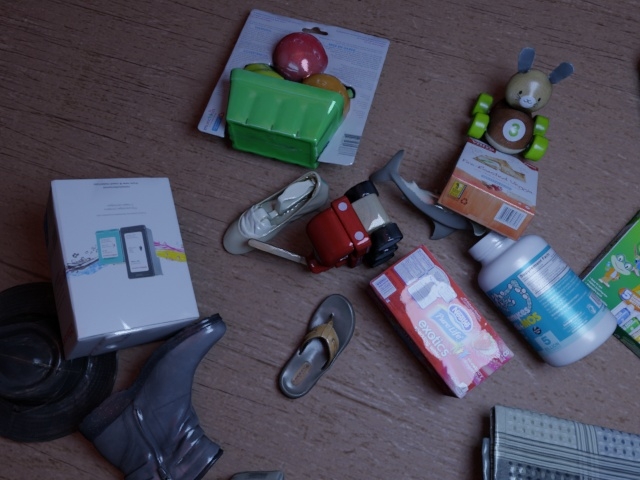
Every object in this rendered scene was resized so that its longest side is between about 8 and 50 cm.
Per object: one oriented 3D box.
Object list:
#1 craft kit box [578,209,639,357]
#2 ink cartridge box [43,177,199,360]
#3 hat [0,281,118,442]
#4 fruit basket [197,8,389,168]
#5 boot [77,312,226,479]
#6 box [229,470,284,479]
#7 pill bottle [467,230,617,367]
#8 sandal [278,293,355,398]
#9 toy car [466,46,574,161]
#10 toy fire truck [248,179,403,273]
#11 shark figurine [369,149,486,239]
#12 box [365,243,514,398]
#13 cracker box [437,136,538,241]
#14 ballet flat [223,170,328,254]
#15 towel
[{"bbox_3d":[0.659,0.097,0.982,0.247,0.061,0.250,-44,79,-12],"label":"craft kit box"},{"bbox_3d":[-0.366,0.051,0.912,0.197,0.198,0.269,-7,73,-34],"label":"ink cartridge box"},{"bbox_3d":[-0.558,0.220,0.942,0.332,0.134,0.330,0,76,1],"label":"hat"},{"bbox_3d":[-0.048,-0.330,1.082,0.328,0.165,0.352,14,61,5],"label":"fruit basket"},{"bbox_3d":[-0.249,0.314,0.931,0.338,0.118,0.222,-45,82,2],"label":"boot"},{"bbox_3d":[-0.108,0.546,0.857,0.094,0.113,0.274,-2,77,0],"label":"box"},{"bbox_3d":[0.398,0.091,0.942,0.146,0.146,0.264,-37,77,-8],"label":"pill bottle"},{"bbox_3d":[-0.007,0.202,0.967,0.090,0.060,0.219,36,79,10],"label":"sandal"},{"bbox_3d":[0.405,-0.279,1.000,0.155,0.188,0.148,22,49,2],"label":"toy car"},{"bbox_3d":[0.000,0.000,0.940,0.247,0.217,0.158,-27,77,-5],"label":"toy fire truck"},{"bbox_3d":[0.225,-0.059,1.014,0.279,0.116,0.166,22,43,-1],"label":"shark figurine"},{"bbox_3d":[0.212,0.151,0.943,0.128,0.122,0.256,-36,78,-7],"label":"box"},{"bbox_3d":[0.326,-0.108,0.968,0.156,0.067,0.232,27,35,8],"label":"cracker box"},{"bbox_3d":[-0.095,-0.060,1.027,0.249,0.086,0.086,-34,77,-7],"label":"ballet flat"},{"bbox_3d":[0.425,0.456,0.851,0.325,0.056,0.311,14,61,-4],"label":"towel"}]
